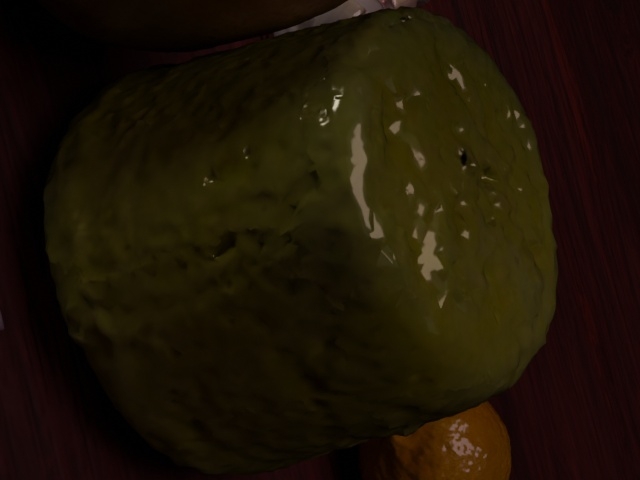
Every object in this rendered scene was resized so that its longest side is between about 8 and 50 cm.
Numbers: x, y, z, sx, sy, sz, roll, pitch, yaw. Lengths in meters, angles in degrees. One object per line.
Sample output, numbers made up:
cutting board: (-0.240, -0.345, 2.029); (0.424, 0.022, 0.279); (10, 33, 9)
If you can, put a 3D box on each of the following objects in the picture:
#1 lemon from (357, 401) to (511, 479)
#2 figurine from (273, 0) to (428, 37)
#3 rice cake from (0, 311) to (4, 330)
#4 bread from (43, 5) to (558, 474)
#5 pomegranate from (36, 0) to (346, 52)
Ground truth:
lemon: (0.110, 0.202, 1.197); (0.187, 0.142, 0.142); (20, 59, -56)
figurine: (0.024, -0.238, 1.303); (0.256, 0.145, 0.181); (-56, 141, -54)
rice cake: (-0.290, -0.069, 0.825); (0.106, 0.050, 0.297); (-11, 84, -56)
bread: (0.000, 0.000, 0.980); (0.348, 0.308, 0.348); (30, 53, -50)
pomegranate: (-0.105, -0.321, 0.926); (0.417, 0.417, 0.416); (30, 51, -46)
